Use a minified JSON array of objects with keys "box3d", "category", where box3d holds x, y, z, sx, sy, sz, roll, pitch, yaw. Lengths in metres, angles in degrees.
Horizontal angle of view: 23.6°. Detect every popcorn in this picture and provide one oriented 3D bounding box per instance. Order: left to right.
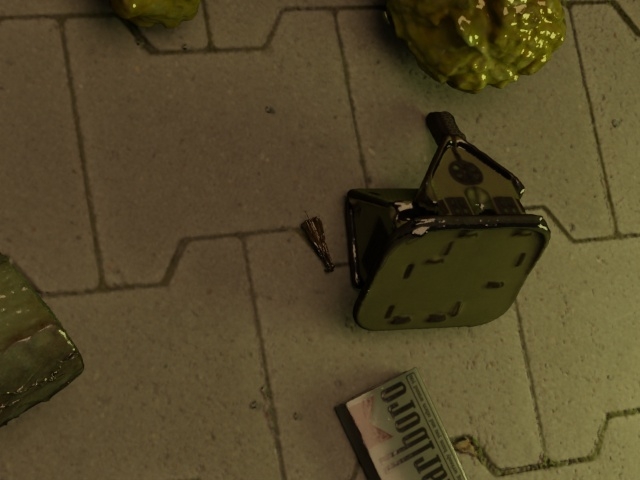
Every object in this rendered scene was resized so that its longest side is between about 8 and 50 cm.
[{"box3d":[-0.182,-0.342,1.806,0.156,0.197,0.197,20,69,4],"category":"popcorn"},{"box3d":[0.195,-0.325,1.963,0.237,0.206,0.251,-4,61,-8],"category":"popcorn"}]

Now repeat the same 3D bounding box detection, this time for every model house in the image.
[{"box3d":[0.118,-0.050,1.897,0.218,0.205,0.278,-1,48,-25],"category":"model house"}]

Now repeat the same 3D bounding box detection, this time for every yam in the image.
[{"box3d":[-0.403,0.123,1.591,0.271,0.201,0.202,-27,69,-23],"category":"yam"}]

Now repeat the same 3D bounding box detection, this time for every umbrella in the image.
[{"box3d":[-0.001,0.001,1.890,0.020,0.031,0.083,-16,85,-58],"category":"umbrella"}]

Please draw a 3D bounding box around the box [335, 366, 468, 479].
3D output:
[{"box3d":[0.105,0.258,1.868,0.115,0.036,0.177,-25,88,-26],"category":"box"}]
